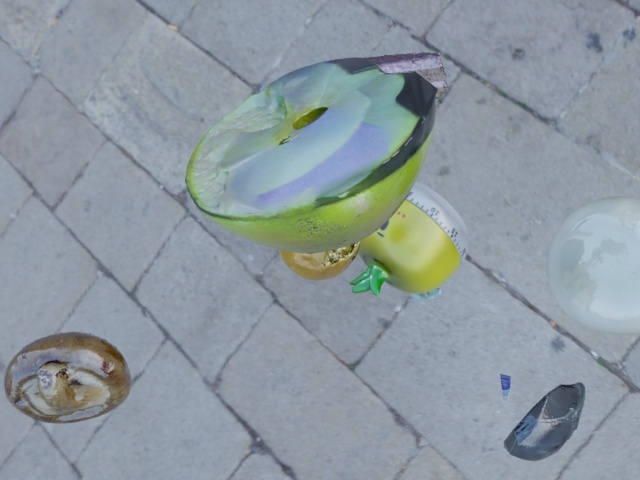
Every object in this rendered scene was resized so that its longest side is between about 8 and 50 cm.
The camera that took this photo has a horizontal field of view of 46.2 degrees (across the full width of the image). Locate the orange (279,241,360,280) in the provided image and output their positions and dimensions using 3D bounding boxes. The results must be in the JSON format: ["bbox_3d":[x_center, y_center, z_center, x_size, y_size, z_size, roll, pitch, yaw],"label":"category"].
[{"bbox_3d":[0.000,0.000,1.352,0.154,0.155,0.134,-59,36,3],"label":"orange"}]

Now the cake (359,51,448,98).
[{"bbox_3d":[0.146,-0.368,1.758,0.296,0.115,0.112,-4,34,14],"label":"cake"}]

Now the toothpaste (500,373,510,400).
[{"bbox_3d":[0.407,0.321,1.649,0.024,0.083,0.015,11,45,25],"label":"toothpaste"}]

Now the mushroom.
[{"bbox_3d":[-0.262,0.149,0.781,0.127,0.127,0.087,-26,40,18],"label":"mushroom"}]

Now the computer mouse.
[{"bbox_3d":[0.321,0.254,1.041,0.062,0.192,0.105,43,121,25],"label":"computer mouse"}]

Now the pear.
[{"bbox_3d":[-0.001,-0.105,1.132,0.399,0.165,0.398,-16,36,12],"label":"pear"}]

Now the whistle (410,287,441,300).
[{"bbox_3d":[0.249,0.124,1.780,0.100,0.035,0.035,-12,71,52],"label":"whistle"}]

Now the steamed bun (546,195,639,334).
[{"bbox_3d":[0.666,0.058,1.688,0.324,0.206,0.324,7,100,44],"label":"steamed bun"}]

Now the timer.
[{"bbox_3d":[0.172,0.026,1.697,0.285,0.285,0.285,-6,75,24],"label":"timer"}]
